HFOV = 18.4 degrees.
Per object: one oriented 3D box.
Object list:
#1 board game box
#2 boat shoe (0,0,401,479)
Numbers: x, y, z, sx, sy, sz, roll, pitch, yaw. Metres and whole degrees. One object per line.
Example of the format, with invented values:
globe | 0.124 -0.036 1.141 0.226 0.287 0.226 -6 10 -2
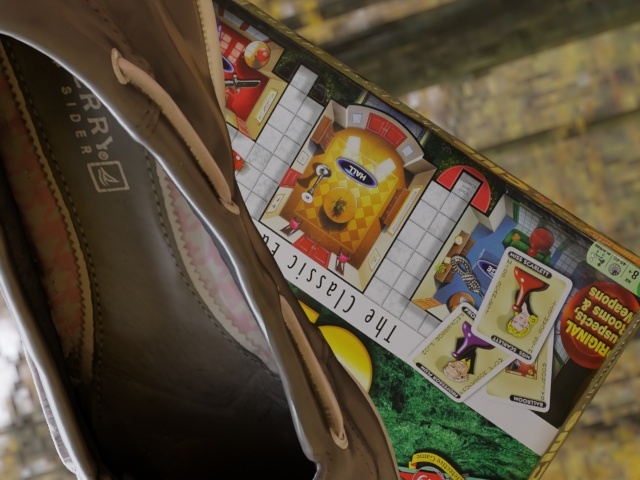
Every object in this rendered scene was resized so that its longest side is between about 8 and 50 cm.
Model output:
board game box | 0.000 0.000 0.823 0.260 0.136 0.030 34 -163 15
boat shoe | -0.053 0.041 0.658 0.095 0.112 0.335 -71 -32 -55
